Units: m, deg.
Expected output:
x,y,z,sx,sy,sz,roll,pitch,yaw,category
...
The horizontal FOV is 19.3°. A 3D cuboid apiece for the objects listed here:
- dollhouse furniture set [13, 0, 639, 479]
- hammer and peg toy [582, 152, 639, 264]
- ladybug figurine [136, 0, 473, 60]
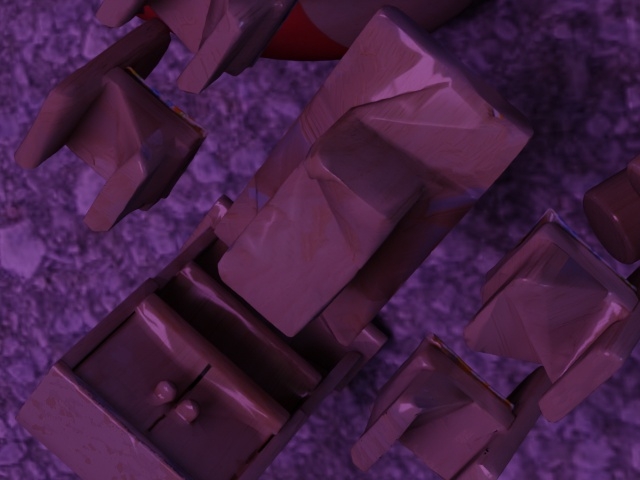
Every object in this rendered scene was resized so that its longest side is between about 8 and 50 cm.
x,y,z,sx,sy,sz,roll,pitch,yaw,category
0.000,0.000,1.264,0.362,0.256,0.394,41,129,2,dollhouse furniture set
0.309,0.010,1.129,0.266,0.127,0.361,55,170,-5,hammer and peg toy
-0.075,-0.265,1.341,0.449,0.162,0.305,15,124,38,ladybug figurine
